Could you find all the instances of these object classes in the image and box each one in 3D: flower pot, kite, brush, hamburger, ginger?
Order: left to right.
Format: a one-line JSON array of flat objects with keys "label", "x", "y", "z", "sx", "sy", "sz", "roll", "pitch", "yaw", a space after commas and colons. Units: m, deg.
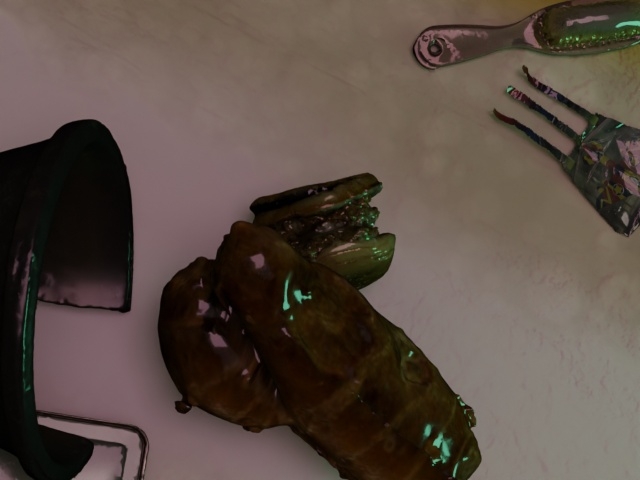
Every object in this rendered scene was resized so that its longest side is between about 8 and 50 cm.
[{"label": "flower pot", "x": -0.356, "y": 0.047, "z": 1.615, "sx": 0.251, "sy": 0.379, "sz": 0.379, "roll": 7, "pitch": 78, "yaw": 8}, {"label": "ginger", "x": -0.010, "y": 0.156, "z": 1.738, "sx": 0.418, "sy": 0.254, "sz": 0.176, "roll": 39, "pitch": 43, "yaw": -22}, {"label": "hamburger", "x": 0.000, "y": 0.000, "z": 1.781, "sx": 0.185, "sy": 0.159, "sz": 0.131, "roll": -9, "pitch": 84, "yaw": -34}, {"label": "brush", "x": 0.266, "y": -0.261, "z": 1.939, "sx": 0.312, "sy": 0.067, "sz": 0.072, "roll": -9, "pitch": 83, "yaw": -12}, {"label": "kite", "x": 0.328, "y": -0.119, "z": 1.949, "sx": 0.245, "sy": 0.015, "sz": 0.141, "roll": 35, "pitch": 73, "yaw": -8}]

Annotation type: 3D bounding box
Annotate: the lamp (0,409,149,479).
[{"label": "lamp", "x": -0.336, "y": 0.313, "z": 1.703, "sx": 0.269, "sy": 0.047, "sz": 0.266, "roll": 11, "pitch": 77, "yaw": -11}]
